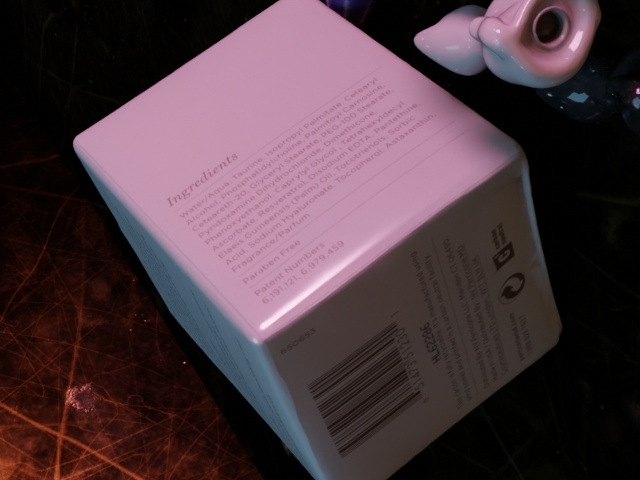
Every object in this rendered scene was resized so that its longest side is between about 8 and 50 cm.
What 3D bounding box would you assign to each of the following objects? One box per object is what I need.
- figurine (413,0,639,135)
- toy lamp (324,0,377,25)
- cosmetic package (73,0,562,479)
[{"bbox_3d":[0.200,-0.148,1.052,0.209,0.215,0.092,-168,96,-73],"label":"figurine"},{"bbox_3d":[0.045,-0.343,1.317,0.080,0.080,0.275,51,151,27],"label":"toy lamp"},{"bbox_3d":[0.000,0.000,1.372,0.393,0.327,0.329,43,164,39],"label":"cosmetic package"}]
